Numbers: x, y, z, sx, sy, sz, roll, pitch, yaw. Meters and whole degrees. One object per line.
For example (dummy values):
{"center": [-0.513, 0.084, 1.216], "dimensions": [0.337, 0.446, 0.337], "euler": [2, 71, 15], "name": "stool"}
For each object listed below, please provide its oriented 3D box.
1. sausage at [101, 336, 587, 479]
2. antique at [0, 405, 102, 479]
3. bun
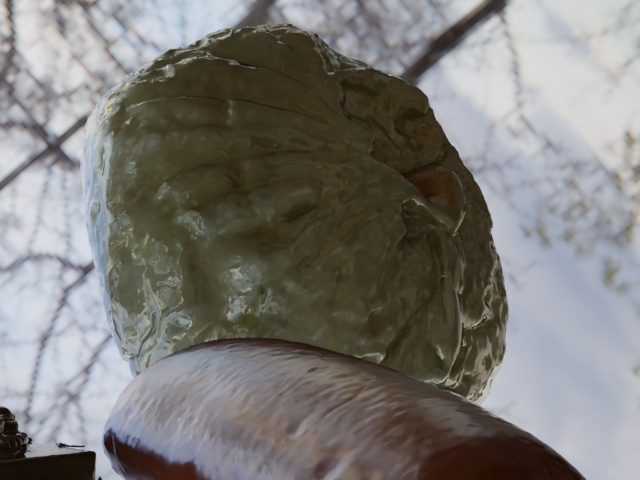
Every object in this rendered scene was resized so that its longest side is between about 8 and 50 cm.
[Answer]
{"center": [0.002, 0.094, 0.702], "dimensions": [0.348, 0.097, 0.094], "euler": [18, 132, 62], "name": "sausage"}
{"center": [-0.194, 0.141, 0.788], "dimensions": [0.152, 0.147, 0.148], "euler": [7, -93, -66], "name": "antique"}
{"center": [0.000, 0.000, 1.289], "dimensions": [0.352, 0.227, 0.349], "euler": [54, -153, -9], "name": "bun"}
